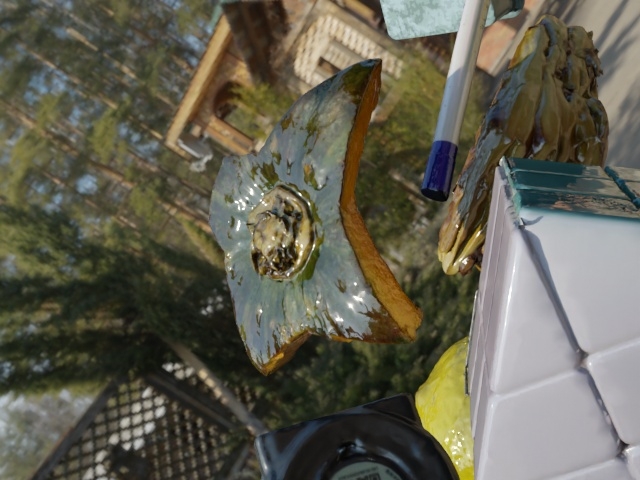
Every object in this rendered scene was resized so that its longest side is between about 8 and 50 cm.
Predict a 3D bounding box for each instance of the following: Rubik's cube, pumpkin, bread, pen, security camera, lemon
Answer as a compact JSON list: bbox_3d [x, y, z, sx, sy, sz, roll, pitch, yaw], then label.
[{"bbox_3d":[0.240,0.069,0.606,0.224,0.231,0.221,-55,-29,-71],"label":"Rubik's cube"},{"bbox_3d":[-0.019,-0.012,0.827,0.258,0.290,0.095,-19,-11,43],"label":"pumpkin"},{"bbox_3d":[0.288,-0.113,1.049,0.324,0.167,0.277,-58,-12,-45],"label":"bread"},{"bbox_3d":[0.156,-0.172,0.874,0.033,0.033,0.269,127,159,-74],"label":"pen"},{"bbox_3d":[0.034,0.300,0.816,0.197,0.191,0.277,-15,-25,-11],"label":"security camera"},{"bbox_3d":[0.364,0.340,1.445,0.350,0.387,0.350,19,-90,-88],"label":"lemon"}]

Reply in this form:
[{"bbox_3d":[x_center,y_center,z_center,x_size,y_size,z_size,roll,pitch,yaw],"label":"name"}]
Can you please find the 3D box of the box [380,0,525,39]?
[{"bbox_3d":[0.200,-0.413,1.239,0.227,0.162,0.130,2,33,34],"label":"box"}]
